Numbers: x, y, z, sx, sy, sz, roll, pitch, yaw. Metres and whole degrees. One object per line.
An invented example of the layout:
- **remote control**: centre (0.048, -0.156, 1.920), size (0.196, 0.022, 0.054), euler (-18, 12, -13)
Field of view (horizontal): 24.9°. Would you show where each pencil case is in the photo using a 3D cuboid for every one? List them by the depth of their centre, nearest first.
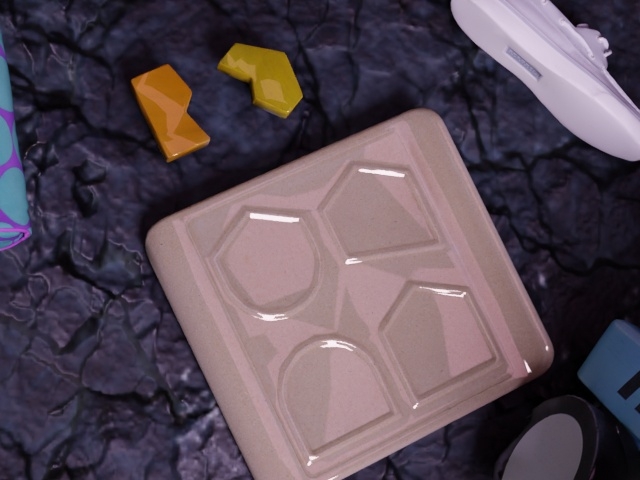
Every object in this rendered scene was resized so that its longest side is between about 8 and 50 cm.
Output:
- **pencil case**: centre (-0.233, -0.067, 0.948), size (0.070, 0.064, 0.151), euler (-7, 81, -32)

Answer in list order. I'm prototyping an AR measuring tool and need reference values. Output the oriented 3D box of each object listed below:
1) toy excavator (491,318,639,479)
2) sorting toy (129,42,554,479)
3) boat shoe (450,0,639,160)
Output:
- **toy excavator**: centre (0.322, 0.061, 0.958), size (0.222, 0.433, 0.445), euler (33, 98, -19)
- **sorting toy**: centre (0.000, 0.000, 1.014), size (0.229, 0.041, 0.307), euler (-25, 87, -13)
- **boat shoe**: centre (0.181, -0.136, 1.076), size (0.184, 0.066, 0.063), euler (40, 73, 5)
